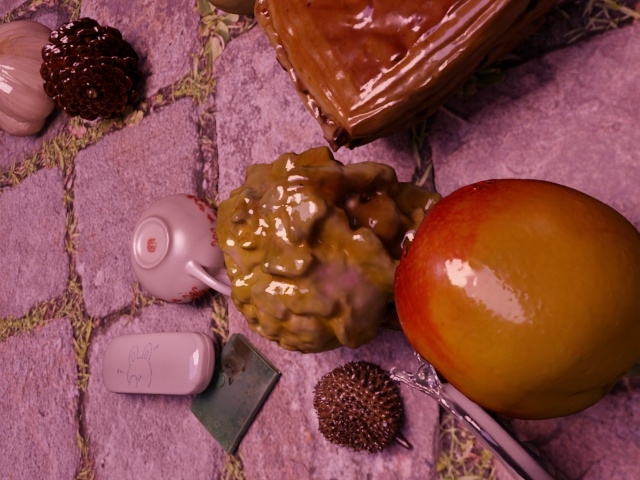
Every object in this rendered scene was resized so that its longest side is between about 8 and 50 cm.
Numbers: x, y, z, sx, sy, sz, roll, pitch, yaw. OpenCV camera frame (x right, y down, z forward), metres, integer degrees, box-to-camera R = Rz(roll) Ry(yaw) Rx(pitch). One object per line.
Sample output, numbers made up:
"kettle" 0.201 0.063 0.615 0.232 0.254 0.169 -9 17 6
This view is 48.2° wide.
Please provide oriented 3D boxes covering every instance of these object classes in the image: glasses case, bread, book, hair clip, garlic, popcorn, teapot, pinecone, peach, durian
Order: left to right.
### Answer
"garlic" -0.581 -0.310 1.342 0.228 0.152 0.227 -5 80 30
"pinecone" -0.388 -0.298 1.204 0.163 0.163 0.165 -43 45 21
"glasses case" -0.240 0.180 1.040 0.234 0.059 0.092 -7 71 39
"teapot" -0.200 0.017 1.033 0.245 0.116 0.159 40 93 29
"book" -0.121 0.205 0.979 0.103 0.017 0.135 38 103 35
"popcorn" 0.000 0.000 0.806 0.259 0.212 0.259 -33 38 31
"durian" 0.041 0.201 0.831 0.140 0.071 0.110 31 99 31
"bread" 0.106 -0.267 0.820 0.325 0.167 0.277 -40 59 23
"hair clip" 0.160 0.186 0.703 0.054 0.140 0.220 -48 55 0
"peach" 0.186 0.050 0.656 0.231 0.231 0.230 -8 75 35

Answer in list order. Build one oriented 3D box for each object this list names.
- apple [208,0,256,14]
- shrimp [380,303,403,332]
"apple" -0.118 -0.464 0.994 0.279 0.279 0.278 -8 75 35
"shrimp" 0.118 0.062 0.818 0.163 0.045 0.095 1 80 38
